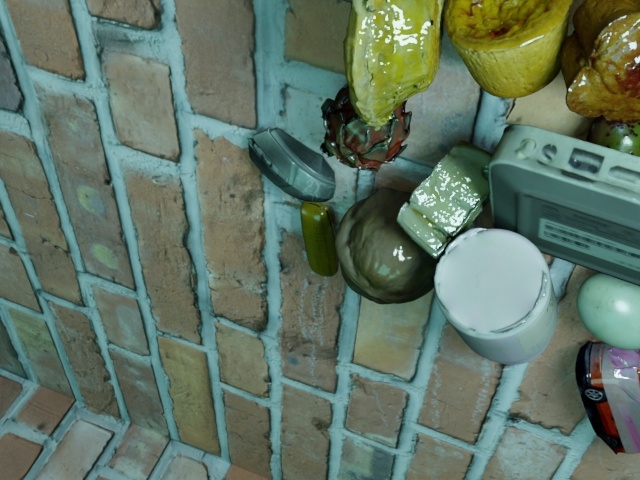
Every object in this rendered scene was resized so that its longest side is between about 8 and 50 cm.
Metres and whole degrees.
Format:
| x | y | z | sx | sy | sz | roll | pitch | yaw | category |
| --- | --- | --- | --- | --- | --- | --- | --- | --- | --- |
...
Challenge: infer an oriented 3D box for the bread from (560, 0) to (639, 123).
| x | y | z | sx | sy | sz | roll | pitch | yaw | category |
| --- | --- | --- | --- | --- | --- | --- | --- | --- | --- |
| 0.482 | -0.288 | 1.190 | 0.246 | 0.135 | 0.232 | -3 | 144 | -17 | bread |

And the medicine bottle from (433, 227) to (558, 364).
| x | y | z | sx | sy | sz | roll | pitch | yaw | category |
| --- | --- | --- | --- | --- | --- | --- | --- | --- | --- |
| 0.364 | 0.129 | 1.631 | 0.213 | 0.214 | 0.379 | 10 | 165 | 22 | medicine bottle |

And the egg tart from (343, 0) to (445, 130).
| x | y | z | sx | sy | sz | roll | pitch | yaw | category |
| --- | --- | --- | --- | --- | --- | --- | --- | --- | --- |
| 0.124 | -0.338 | 1.282 | 0.132 | 0.341 | 0.341 | 5 | 137 | 13 | egg tart |

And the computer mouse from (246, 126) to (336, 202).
| x | y | z | sx | sy | sz | roll | pitch | yaw | category |
| --- | --- | --- | --- | --- | --- | --- | --- | --- | --- |
| -0.068 | -0.156 | 1.788 | 0.231 | 0.071 | 0.126 | 35 | 142 | -7 | computer mouse |

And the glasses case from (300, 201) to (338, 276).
| x | y | z | sx | sy | sz | roll | pitch | yaw | category |
| --- | --- | --- | --- | --- | --- | --- | --- | --- | --- |
| 0.000 | 0.000 | 1.931 | 0.079 | 0.064 | 0.234 | 18 | 142 | 24 | glasses case |

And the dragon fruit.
| x | y | z | sx | sy | sz | roll | pitch | yaw | category |
| --- | --- | --- | --- | --- | --- | --- | --- | --- | --- |
| 0.086 | -0.218 | 1.547 | 0.182 | 0.182 | 0.188 | 43 | 180 | -18 | dragon fruit |

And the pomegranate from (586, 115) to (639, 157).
| x | y | z | sx | sy | sz | roll | pitch | yaw | category |
| --- | --- | --- | --- | --- | --- | --- | --- | --- | --- |
| 0.517 | -0.167 | 1.384 | 0.130 | 0.130 | 0.130 | 17 | 141 | 15 | pomegranate |

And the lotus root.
| x | y | z | sx | sy | sz | roll | pitch | yaw | category |
| --- | --- | --- | --- | --- | --- | --- | --- | --- | --- |
| 0.253 | -0.078 | 1.576 | 0.119 | 0.235 | 0.138 | 39 | 172 | 13 | lotus root |

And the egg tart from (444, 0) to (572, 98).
| x | y | z | sx | sy | sz | roll | pitch | yaw | category |
| --- | --- | --- | --- | --- | --- | --- | --- | --- | --- |
| 0.308 | -0.325 | 1.284 | 0.202 | 0.203 | 0.147 | 2 | 148 | 30 | egg tart |

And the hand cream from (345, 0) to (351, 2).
| x | y | z | sx | sy | sz | roll | pitch | yaw | category |
| --- | --- | --- | --- | --- | --- | --- | --- | --- | --- |
| -0.007 | -0.464 | 1.403 | 0.203 | 0.084 | 0.084 | 17 | 141 | 22 | hand cream |

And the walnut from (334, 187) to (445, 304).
| x | y | z | sx | sy | sz | roll | pitch | yaw | category |
| --- | --- | --- | --- | --- | --- | --- | --- | --- | --- |
| 0.148 | 0.020 | 1.722 | 0.248 | 0.248 | 0.248 | 17 | 141 | 15 | walnut |

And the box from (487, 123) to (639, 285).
| x | y | z | sx | sy | sz | roll | pitch | yaw | category |
| --- | --- | --- | --- | --- | --- | --- | --- | --- | --- |
| 0.492 | -0.040 | 1.410 | 0.395 | 0.111 | 0.396 | 20 | 167 | 20 | box |

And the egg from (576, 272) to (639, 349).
| x | y | z | sx | sy | sz | roll | pitch | yaw | category |
| --- | --- | --- | --- | --- | --- | --- | --- | --- | --- |
| 0.609 | 0.141 | 1.642 | 0.192 | 0.149 | 0.149 | 38 | 141 | -9 | egg |

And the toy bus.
| x | y | z | sx | sy | sz | roll | pitch | yaw | category |
| --- | --- | --- | --- | --- | --- | --- | --- | --- | --- |
| 0.688 | 0.358 | 1.861 | 0.147 | 0.128 | 0.303 | -6 | 129 | 29 | toy bus |
